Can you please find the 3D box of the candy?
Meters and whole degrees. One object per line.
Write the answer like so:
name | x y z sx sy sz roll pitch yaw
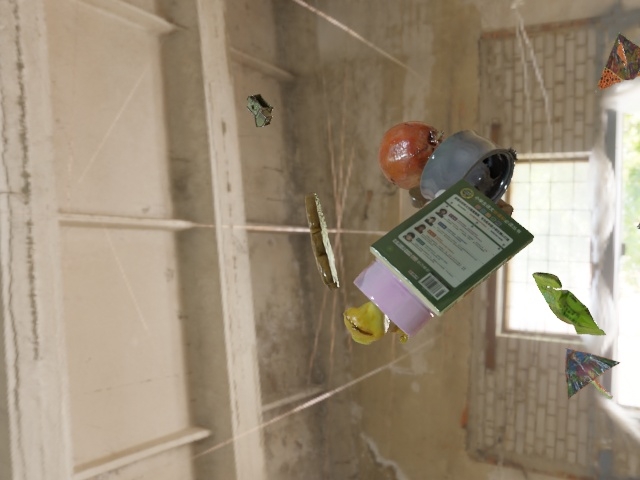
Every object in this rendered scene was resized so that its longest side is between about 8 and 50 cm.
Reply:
candy | 0.711 0.194 1.917 0.246 0.149 0.069 43 -96 -9

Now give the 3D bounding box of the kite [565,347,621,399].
kite | 0.668 0.332 1.658 0.010 0.190 0.159 -13 -120 -39

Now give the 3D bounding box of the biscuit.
biscuit | 0.000 0.000 1.566 0.180 0.039 0.236 55 -157 -71

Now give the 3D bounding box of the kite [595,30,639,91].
kite | 0.718 -0.432 1.564 0.008 0.222 0.125 -21 -82 -20

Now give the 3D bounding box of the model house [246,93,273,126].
model house | -0.152 -0.313 1.644 0.057 0.083 0.058 -29 -18 -46

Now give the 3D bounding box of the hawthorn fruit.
hawthorn fruit | 0.379 -0.352 2.592 0.276 0.307 0.275 8 -108 -26

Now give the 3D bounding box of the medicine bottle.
medicine bottle | 0.254 0.054 1.586 0.316 0.202 0.202 -47 -36 0

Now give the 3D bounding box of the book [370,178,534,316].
book | 0.264 0.006 1.333 0.264 0.202 0.027 -36 -30 -18

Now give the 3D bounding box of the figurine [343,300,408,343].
figurine | 0.176 0.261 2.066 0.246 0.131 0.156 6 -63 -40

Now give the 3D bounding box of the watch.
watch | 0.494 -0.199 2.190 0.335 0.314 0.326 -19 -44 -30

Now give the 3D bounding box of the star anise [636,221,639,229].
star anise | 0.894 -0.051 1.567 0.198 0.258 0.110 46 -148 -34
